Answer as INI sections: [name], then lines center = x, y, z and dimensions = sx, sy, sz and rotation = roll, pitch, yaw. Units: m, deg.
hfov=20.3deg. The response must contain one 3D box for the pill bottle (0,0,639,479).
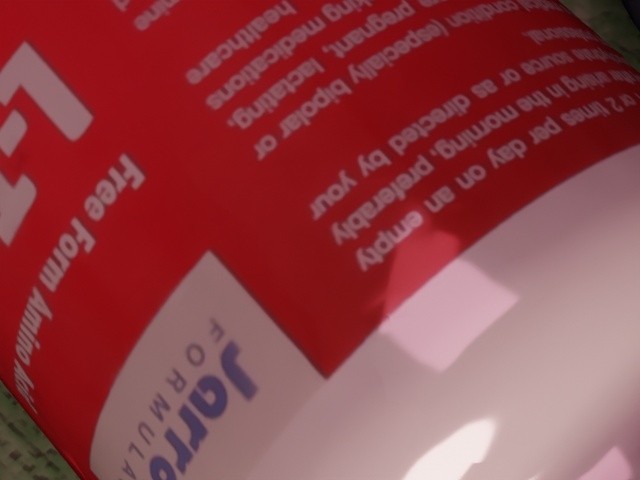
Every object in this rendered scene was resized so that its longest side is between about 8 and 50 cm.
[pill bottle]
center = 0.000, 0.000, 0.607
dimensions = 0.229, 0.229, 0.408
rotation = -37, 67, -15

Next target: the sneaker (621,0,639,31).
[sneaker]
center = 0.257, -0.183, 0.752
dimensions = 0.319, 0.112, 0.131
rotation = -29, 68, -12
